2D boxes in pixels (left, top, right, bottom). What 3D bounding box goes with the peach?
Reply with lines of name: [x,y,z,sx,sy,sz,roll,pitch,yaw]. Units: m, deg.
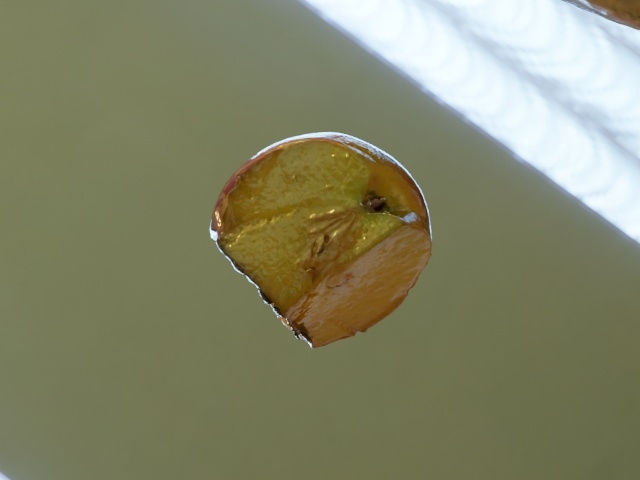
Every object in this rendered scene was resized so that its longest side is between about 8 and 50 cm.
peach: [0.004,-0.004,1.077,0.151,0.151,0.118,-55,9,14]

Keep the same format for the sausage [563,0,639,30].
sausage: [0.097,-0.210,0.635,0.233,0.233,0.287,-54,26,2]
